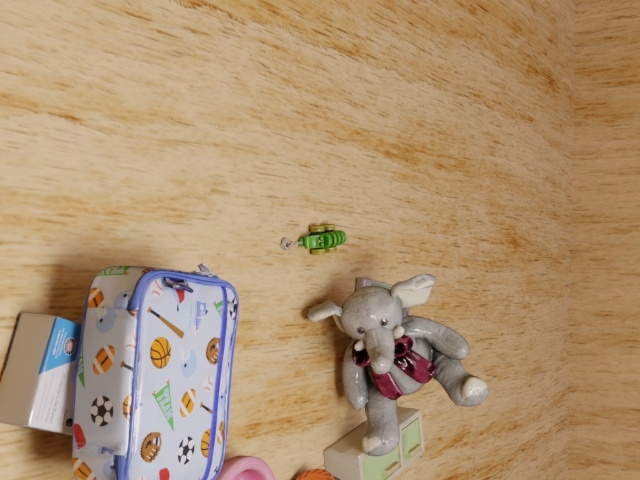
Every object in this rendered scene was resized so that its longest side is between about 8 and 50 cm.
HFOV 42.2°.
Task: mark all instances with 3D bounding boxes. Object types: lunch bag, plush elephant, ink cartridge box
[{"bbox_3d":[-0.204,0.177,1.097,0.243,0.114,0.304,19,75,-58],"label":"lunch bag"},{"bbox_3d":[0.129,0.195,1.585,0.255,0.271,0.330,44,25,-50],"label":"plush elephant"},{"bbox_3d":[-0.318,0.187,1.097,0.190,0.082,0.140,31,64,-51],"label":"ink cartridge box"}]

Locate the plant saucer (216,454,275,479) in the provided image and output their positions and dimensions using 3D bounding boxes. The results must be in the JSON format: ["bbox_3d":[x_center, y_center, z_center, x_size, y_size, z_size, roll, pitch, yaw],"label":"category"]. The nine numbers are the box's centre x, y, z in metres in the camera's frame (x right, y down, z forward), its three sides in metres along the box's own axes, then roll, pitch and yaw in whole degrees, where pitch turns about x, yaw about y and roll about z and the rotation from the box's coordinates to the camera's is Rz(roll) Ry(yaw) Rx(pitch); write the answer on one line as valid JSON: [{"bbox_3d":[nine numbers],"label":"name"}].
[{"bbox_3d":[-0.158,0.500,1.283,0.332,0.084,0.333,2,90,-71],"label":"plant saucer"}]

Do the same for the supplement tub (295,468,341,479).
[{"bbox_3d":[0.019,0.524,1.563,0.117,0.116,0.190,-58,135,-38],"label":"supplement tub"}]

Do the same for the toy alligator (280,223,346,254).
[{"bbox_3d":[0.000,0.000,1.592,0.189,0.051,0.056,-10,98,-56],"label":"toy alligator"}]

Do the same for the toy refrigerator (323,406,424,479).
[{"bbox_3d":[0.122,0.442,1.737,0.269,0.094,0.102,-17,103,-55],"label":"toy refrigerator"}]

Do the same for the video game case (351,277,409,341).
[{"bbox_3d":[0.133,0.191,1.816,0.212,0.023,0.194,18,76,-55],"label":"video game case"}]
